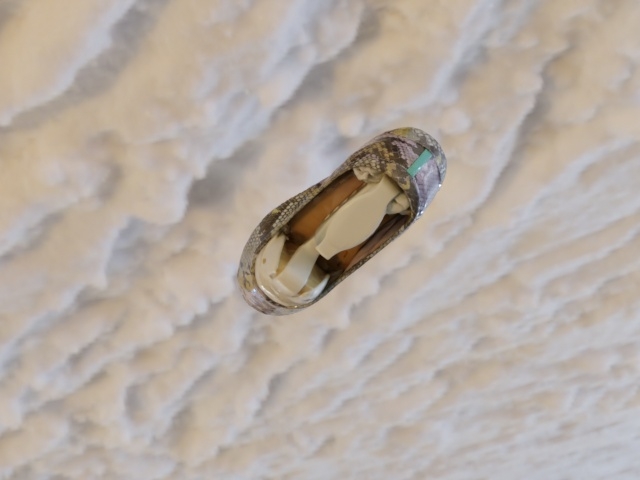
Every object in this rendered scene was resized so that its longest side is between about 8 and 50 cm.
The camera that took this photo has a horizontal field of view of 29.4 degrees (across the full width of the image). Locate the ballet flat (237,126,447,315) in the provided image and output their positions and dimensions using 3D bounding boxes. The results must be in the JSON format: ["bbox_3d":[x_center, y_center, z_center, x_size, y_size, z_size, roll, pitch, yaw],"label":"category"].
[{"bbox_3d":[0.000,0.000,0.460,0.041,0.041,0.114,10,140,-42],"label":"ballet flat"}]
